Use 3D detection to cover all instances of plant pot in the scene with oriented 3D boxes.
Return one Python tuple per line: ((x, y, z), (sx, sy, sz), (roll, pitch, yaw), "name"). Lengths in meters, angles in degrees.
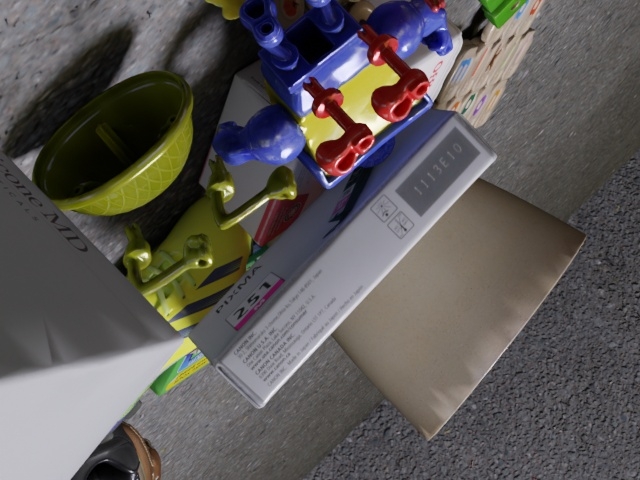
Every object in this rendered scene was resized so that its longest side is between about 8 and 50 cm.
((0.077, 0.013, 1.395), (0.256, 0.274, 0.256), (-51, 175, -6), "plant pot")

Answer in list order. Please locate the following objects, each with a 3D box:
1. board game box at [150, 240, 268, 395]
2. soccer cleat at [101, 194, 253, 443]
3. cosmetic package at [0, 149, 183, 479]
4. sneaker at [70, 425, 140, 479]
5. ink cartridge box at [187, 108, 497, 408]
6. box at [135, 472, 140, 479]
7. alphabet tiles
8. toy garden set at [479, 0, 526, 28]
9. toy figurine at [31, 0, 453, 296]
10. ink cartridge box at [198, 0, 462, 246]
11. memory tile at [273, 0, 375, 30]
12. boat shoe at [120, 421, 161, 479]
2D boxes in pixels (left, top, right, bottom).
((-0.056, 0.031, 1.573), (0.317, 0.046, 0.213), (-33, 160, -44), "board game box")
((-0.168, 0.074, 1.270), (0.289, 0.093, 0.121), (-51, 150, 6), "soccer cleat")
((-0.258, 0.049, 0.667), (0.156, 0.217, 0.385), (-50, 167, 17), "cosmetic package")
((-0.292, 0.250, 1.320), (0.286, 0.130, 0.109), (-38, 166, -27), "sneaker")
((0.000, 0.000, 1.187), (0.275, 0.060, 0.239), (-46, -164, -5), "ink cartridge box")
((-0.264, 0.328, 1.463), (0.180, 0.078, 0.147), (-46, 147, -33), "box")
((0.175, -0.180, 1.640), (0.278, 0.021, 0.284), (-62, 164, 23), "alphabet tiles")
((0.215, -0.324, 1.365), (0.204, 0.049, 0.244), (-45, 166, 4), "toy garden set")
((0.003, -0.080, 1.009), (0.362, 0.191, 0.217), (-41, 149, -2), "toy figurine")
((0.010, -0.116, 1.247), (0.218, 0.092, 0.158), (-34, 162, -35), "ink cartridge box")
((0.011, -0.145, 1.120), (0.113, 0.012, 0.148), (-29, 115, -38), "memory tile")
((-0.242, 0.273, 1.629), (0.307, 0.111, 0.104), (103, 5, -53), "boat shoe")
